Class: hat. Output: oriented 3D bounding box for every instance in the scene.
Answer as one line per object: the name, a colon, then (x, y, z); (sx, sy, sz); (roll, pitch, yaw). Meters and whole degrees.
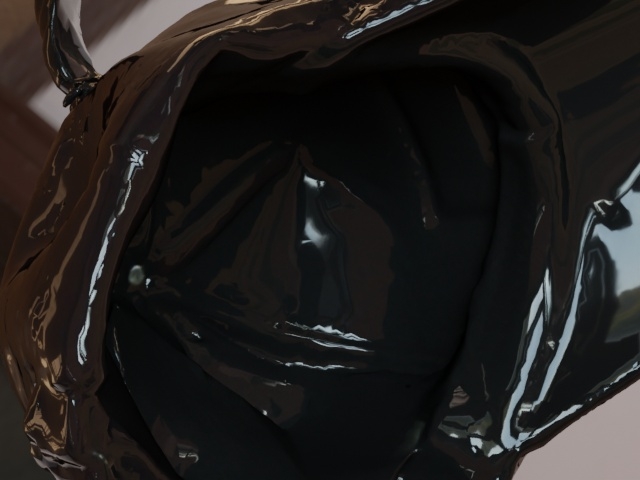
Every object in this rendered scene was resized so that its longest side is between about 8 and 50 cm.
hat: (0.003, -0.018, 0.749); (0.336, 0.209, 0.238); (-35, 122, -22)
